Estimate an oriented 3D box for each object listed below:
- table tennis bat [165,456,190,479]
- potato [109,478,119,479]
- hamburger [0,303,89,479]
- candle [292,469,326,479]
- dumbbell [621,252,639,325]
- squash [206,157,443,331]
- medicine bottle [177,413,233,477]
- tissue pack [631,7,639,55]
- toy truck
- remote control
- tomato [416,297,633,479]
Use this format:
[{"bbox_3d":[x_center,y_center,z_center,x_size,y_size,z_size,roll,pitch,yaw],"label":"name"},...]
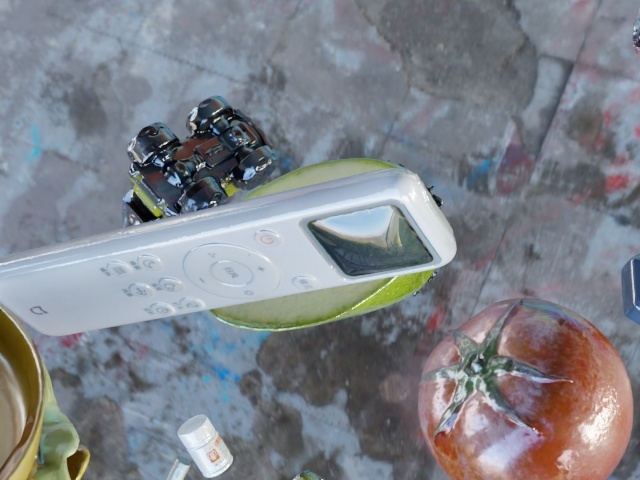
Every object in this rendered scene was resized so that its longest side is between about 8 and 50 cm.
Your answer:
[{"bbox_3d":[-0.190,0.317,1.270,0.087,0.013,0.156,27,107,3],"label":"table tennis bat"},{"bbox_3d":[-0.285,0.369,1.499,0.040,0.051,0.083,12,73,-34],"label":"potato"},{"bbox_3d":[-0.271,0.168,0.634,0.274,0.212,0.274,4,36,-3],"label":"hamburger"},{"bbox_3d":[0.013,0.343,1.386,0.052,0.052,0.131,-44,38,-14],"label":"candle"},{"bbox_3d":[0.543,0.028,1.568,0.144,0.316,0.156,3,67,-1],"label":"dumbbell"},{"bbox_3d":[0.000,0.000,1.212,0.189,0.260,0.189,2,93,36],"label":"squash"},{"bbox_3d":[-0.185,0.331,1.758,0.057,0.057,0.089,-33,107,-10],"label":"medicine bottle"},{"bbox_3d":[0.578,-0.310,1.366,0.332,0.123,0.245,21,89,30],"label":"tissue pack"},{"bbox_3d":[-0.181,-0.091,1.576,0.147,0.165,0.224,47,52,9],"label":"toy truck"},{"bbox_3d":[-0.060,0.014,0.560,0.261,0.067,0.029,-11,50,26],"label":"remote control"},{"bbox_3d":[0.263,0.210,1.370,0.265,0.265,0.265,-1,67,3],"label":"tomato"}]
